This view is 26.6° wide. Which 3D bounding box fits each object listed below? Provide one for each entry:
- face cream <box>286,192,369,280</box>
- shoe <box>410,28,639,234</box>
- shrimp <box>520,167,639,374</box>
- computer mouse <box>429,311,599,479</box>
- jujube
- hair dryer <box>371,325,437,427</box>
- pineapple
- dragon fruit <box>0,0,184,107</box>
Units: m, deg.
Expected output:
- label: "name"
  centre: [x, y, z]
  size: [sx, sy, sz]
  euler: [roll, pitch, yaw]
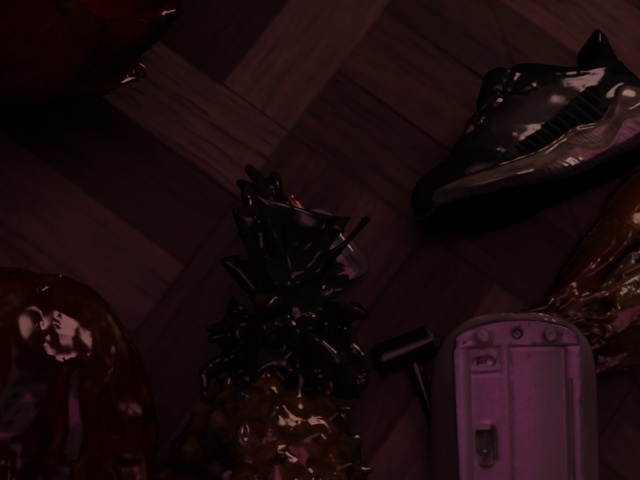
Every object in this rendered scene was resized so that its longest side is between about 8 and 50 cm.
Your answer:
- label: "face cream"
  centre: [0.000, 0.000, 1.039]
  size: [0.040, 0.021, 0.083]
  euler: [-35, 83, -11]
- label: "shoe"
  centre: [0.162, -0.085, 1.045]
  size: [0.227, 0.099, 0.112]
  euler: [-19, 72, -14]
- label: "shrimp"
  centre: [0.257, 0.020, 1.047]
  size: [0.294, 0.062, 0.154]
  euler: [-25, 68, -14]
- label: "computer mouse"
  centre: [0.143, 0.174, 0.985]
  size: [0.125, 0.056, 0.245]
  euler: [-3, 91, 0]
- label: "jujube"
  centre: [-0.209, 0.164, 0.894]
  size: [0.197, 0.197, 0.290]
  euler: [8, 82, -4]
- label: "hair dryer"
  centre: [0.074, 0.111, 1.021]
  size: [0.047, 0.026, 0.083]
  euler: [-21, 87, -8]
- label: "pineapple"
  centre: [-0.029, 0.109, 0.948]
  size: [0.169, 0.169, 0.341]
  euler: [7, 70, -4]
- label: "dragon fruit"
  centre: [-0.233, -0.229, 0.942]
  size: [0.301, 0.295, 0.296]
  euler: [1, 75, -26]
